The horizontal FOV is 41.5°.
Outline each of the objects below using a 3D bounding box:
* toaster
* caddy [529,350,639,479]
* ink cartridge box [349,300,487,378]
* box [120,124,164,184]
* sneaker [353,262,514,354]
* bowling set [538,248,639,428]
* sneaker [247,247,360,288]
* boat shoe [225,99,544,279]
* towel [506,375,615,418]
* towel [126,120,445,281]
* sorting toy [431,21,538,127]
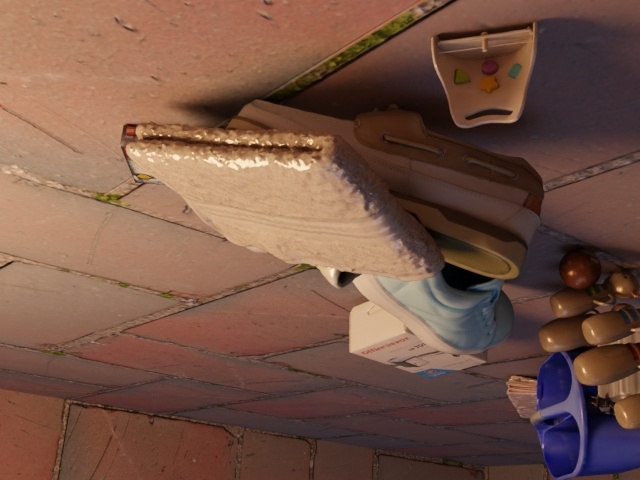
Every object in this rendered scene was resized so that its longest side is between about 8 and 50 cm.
[{"bbox_3d":[0.563,0.221,1.443,0.226,0.147,0.129,4,159,-4],"label":"toaster"},{"bbox_3d":[0.503,0.342,1.658,0.179,0.241,0.341,-3,159,0],"label":"caddy"},{"bbox_3d":[0.162,0.158,1.405,0.190,0.082,0.139,21,148,-33],"label":"ink cartridge box"},{"bbox_3d":[-0.136,-0.086,0.899,0.137,0.027,0.094,4,159,0],"label":"box"},{"bbox_3d":[0.191,0.067,1.104,0.150,0.135,0.366,-8,158,38],"label":"sneaker"},{"bbox_3d":[0.409,0.099,1.128,0.154,0.200,0.287,-15,-155,-7],"label":"bowling set"},{"bbox_3d":[0.000,0.000,0.979,0.232,0.115,0.090,-10,155,32],"label":"sneaker"},{"bbox_3d":[0.062,-0.069,0.799,0.302,0.103,0.113,25,165,2],"label":"boat shoe"},{"bbox_3d":[0.612,0.371,1.985,0.316,0.053,0.332,-2,159,18],"label":"towel"},{"bbox_3d":[-0.041,-0.037,0.781,0.282,0.049,0.187,9,155,43],"label":"towel"},{"bbox_3d":[0.132,-0.126,0.671,0.083,0.075,0.045,-3,159,20],"label":"sorting toy"}]
